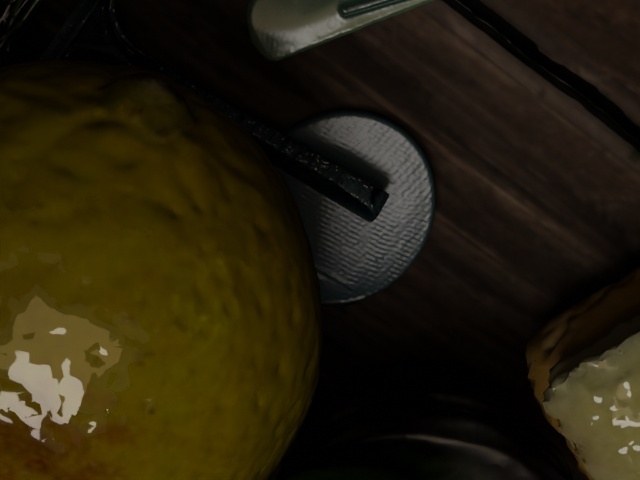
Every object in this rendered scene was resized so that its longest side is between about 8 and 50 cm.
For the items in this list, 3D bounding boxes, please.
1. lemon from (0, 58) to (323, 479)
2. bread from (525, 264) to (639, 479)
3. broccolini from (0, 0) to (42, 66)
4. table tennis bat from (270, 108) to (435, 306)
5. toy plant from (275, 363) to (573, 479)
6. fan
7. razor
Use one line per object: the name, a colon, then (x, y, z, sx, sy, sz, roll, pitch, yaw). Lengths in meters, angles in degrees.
lemon: (-0.122, 0.044, 0.716, 0.267, 0.267, 0.267, 1, 110, 2)
bread: (0.314, 0.050, 0.753, 0.375, 0.165, 0.236, -35, 101, 14)
broccolini: (-0.153, -0.205, 0.739, 0.123, 0.062, 0.271, 25, 102, -13)
table tennis bat: (0.000, 0.000, 0.821, 0.100, 0.019, 0.155, 28, 107, -7)
toy plant: (0.047, 0.167, 0.759, 0.175, 0.235, 0.218, -29, 112, 17)
fan: (0.055, -0.133, 0.771, 0.193, 0.016, 0.038, -15, 107, 8)
razor: (-0.048, -0.067, 0.786, 0.190, 0.033, 0.066, 31, 74, -5)
